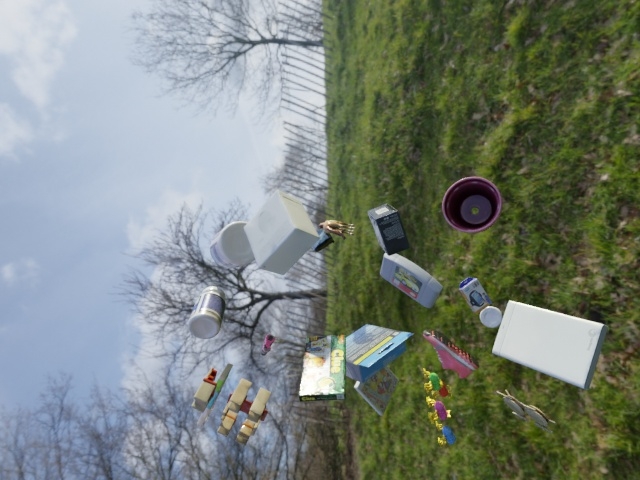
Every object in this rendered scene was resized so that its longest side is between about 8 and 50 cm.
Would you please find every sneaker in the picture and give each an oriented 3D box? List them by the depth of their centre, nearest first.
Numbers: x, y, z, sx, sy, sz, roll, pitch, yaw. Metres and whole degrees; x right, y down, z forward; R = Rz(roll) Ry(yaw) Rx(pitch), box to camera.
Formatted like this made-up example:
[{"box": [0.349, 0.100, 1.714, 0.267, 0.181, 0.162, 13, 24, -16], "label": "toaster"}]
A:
[{"box": [-0.246, 0.483, 1.838, 0.057, 0.047, 0.119, -63, 0, 28], "label": "sneaker"}, {"box": [0.641, 0.585, 2.037, 0.136, 0.314, 0.116, -57, -12, 15], "label": "sneaker"}]

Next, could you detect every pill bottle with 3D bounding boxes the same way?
[{"box": [-0.556, 0.351, 1.991, 0.264, 0.154, 0.153, -97, 11, -63], "label": "pill bottle"}, {"box": [-0.465, 0.036, 2.141, 0.392, 0.224, 0.223, 163, 120, -65], "label": "pill bottle"}, {"box": [0.931, 0.414, 2.151, 0.187, 0.112, 0.111, 20, -102, -59], "label": "pill bottle"}]

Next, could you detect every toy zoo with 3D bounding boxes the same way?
[{"box": [-0.510, 0.752, 1.911, 0.192, 0.030, 0.292, -105, 40, -88], "label": "toy zoo"}]

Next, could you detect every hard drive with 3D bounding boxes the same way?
[{"box": [0.854, 0.382, 1.519, 0.353, 0.047, 0.232, 12, 79, 57], "label": "hard drive"}]

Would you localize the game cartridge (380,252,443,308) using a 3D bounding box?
[{"box": [0.404, 0.174, 1.815, 0.060, 0.294, 0.195, -42, -27, -29], "label": "game cartridge"}]

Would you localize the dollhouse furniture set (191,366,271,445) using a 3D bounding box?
[{"box": [-0.313, 0.578, 1.436, 0.135, 0.259, 0.261, -62, -3, -51], "label": "dollhouse furniture set"}]

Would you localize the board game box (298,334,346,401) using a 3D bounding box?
[{"box": [0.012, 0.389, 1.245, 0.259, 0.136, 0.030, -84, -11, -64], "label": "board game box"}]

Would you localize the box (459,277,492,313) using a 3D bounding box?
[{"box": [0.615, 0.215, 1.594, 0.136, 0.081, 0.028, 57, 170, -5], "label": "box"}]

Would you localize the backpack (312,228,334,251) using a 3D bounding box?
[{"box": [0.000, 0.000, 2.061, 0.114, 0.084, 0.105, -38, -20, -1], "label": "backpack"}]

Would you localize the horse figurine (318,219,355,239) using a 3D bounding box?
[{"box": [0.074, -0.059, 1.884, 0.263, 0.175, 0.065, -70, -12, -80], "label": "horse figurine"}]

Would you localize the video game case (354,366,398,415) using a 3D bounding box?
[{"box": [0.282, 0.708, 1.975, 0.227, 0.026, 0.206, 51, -126, -20], "label": "video game case"}]

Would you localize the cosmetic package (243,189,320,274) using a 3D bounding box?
[{"box": [-0.153, -0.028, 1.541, 0.224, 0.138, 0.224, -45, 48, 22], "label": "cosmetic package"}]

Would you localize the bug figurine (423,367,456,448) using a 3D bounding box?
[{"box": [0.461, 0.626, 1.528, 0.216, 0.072, 0.278, 59, -156, -32], "label": "bug figurine"}]

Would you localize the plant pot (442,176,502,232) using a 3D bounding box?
[{"box": [0.570, -0.123, 1.485, 0.180, 0.202, 0.201, 4, -85, -64], "label": "plant pot"}]

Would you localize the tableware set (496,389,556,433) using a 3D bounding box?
[{"box": [0.762, 0.622, 1.475, 0.039, 0.128, 0.194, -41, 10, -14], "label": "tableware set"}]

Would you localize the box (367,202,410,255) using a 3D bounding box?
[{"box": [0.262, -0.045, 1.544, 0.156, 0.093, 0.158, -107, -5, -74], "label": "box"}]

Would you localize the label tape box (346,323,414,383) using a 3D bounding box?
[{"box": [0.209, 0.456, 1.609, 0.334, 0.241, 0.105, -9, 107, 64], "label": "label tape box"}]
